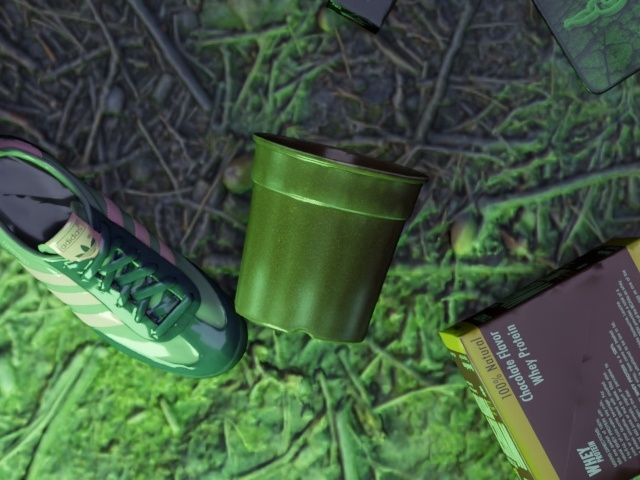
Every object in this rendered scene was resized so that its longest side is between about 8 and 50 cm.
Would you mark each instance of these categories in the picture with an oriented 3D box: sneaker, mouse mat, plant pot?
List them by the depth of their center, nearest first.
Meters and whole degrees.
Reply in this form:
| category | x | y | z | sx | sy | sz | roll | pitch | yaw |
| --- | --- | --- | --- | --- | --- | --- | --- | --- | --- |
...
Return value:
| category | x | y | z | sx | sy | sz | roll | pitch | yaw |
| --- | --- | --- | --- | --- | --- | --- | --- | --- | --- |
| sneaker | -0.203 | 0.022 | 1.749 | 0.319 | 0.131 | 0.112 | 36 | 87 | -3 |
| plant pot | 0.000 | 0.000 | 1.758 | 0.167 | 0.167 | 0.165 | 13 | 97 | -4 |
| mouse mat | 0.302 | -0.249 | 1.847 | 0.190 | 0.007 | 0.152 | -32 | 92 | -4 |

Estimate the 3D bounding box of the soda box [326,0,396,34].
| category | x | y | z | sx | sy | sz | roll | pitch | yaw |
| --- | --- | --- | --- | --- | --- | --- | --- | --- | --- |
| soda box | 0.070 | -0.282 | 1.807 | 0.060 | 0.053 | 0.169 | 29 | 87 | -3 |

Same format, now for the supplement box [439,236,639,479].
| category | x | y | z | sx | sy | sz | roll | pitch | yaw |
| --- | --- | --- | --- | --- | --- | --- | --- | --- | --- |
| supplement box | 0.246 | 0.124 | 1.780 | 0.194 | 0.129 | 0.191 | -29 | 92 | -4 |
